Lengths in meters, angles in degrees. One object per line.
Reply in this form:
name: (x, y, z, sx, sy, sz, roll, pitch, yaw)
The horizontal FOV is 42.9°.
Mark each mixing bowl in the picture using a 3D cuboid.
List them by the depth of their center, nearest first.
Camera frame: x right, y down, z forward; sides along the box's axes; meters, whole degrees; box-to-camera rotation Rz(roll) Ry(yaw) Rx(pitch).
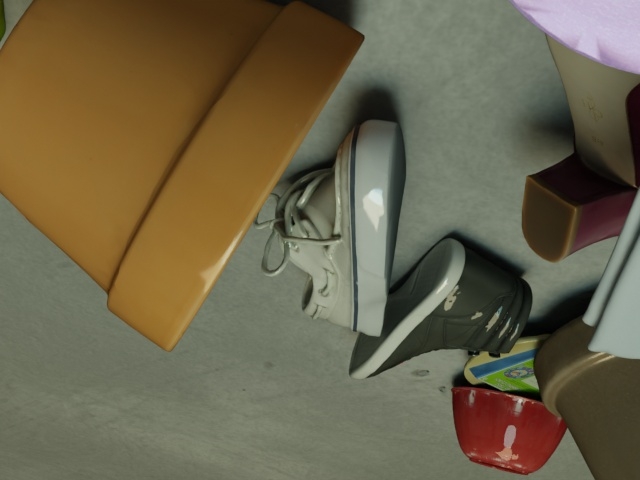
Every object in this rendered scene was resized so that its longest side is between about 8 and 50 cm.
mixing bowl: (0.272, 0.287, 1.206, 0.182, 0.098, 0.181, 15, 164, 4)

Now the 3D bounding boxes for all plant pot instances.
plant pot: (-0.126, -0.088, 0.636, 0.204, 0.290, 0.291, 32, 143, -6)
plant pot: (0.408, 0.221, 0.967, 0.263, 0.229, 0.263, -4, 144, -3)

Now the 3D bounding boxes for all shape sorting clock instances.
shape sorting clock: (0.301, 0.172, 1.121, 0.206, 0.040, 0.206, -2, 147, -1)

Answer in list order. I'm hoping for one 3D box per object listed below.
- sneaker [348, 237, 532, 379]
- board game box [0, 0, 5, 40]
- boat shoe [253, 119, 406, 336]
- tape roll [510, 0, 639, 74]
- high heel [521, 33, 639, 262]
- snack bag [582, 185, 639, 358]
sneaker: (0.147, 0.118, 1.014, 0.147, 0.104, 0.295, 23, 140, -13)
board game box: (-0.307, -0.229, 0.648, 0.092, 0.043, 0.181, 14, 146, -10)
boat shoe: (0.002, -0.007, 0.855, 0.157, 0.135, 0.367, 8, 156, 5)
tape roll: (0.203, -0.225, 0.408, 0.275, 0.090, 0.274, 6, 122, 10)
high heel: (0.266, -0.151, 0.636, 0.181, 0.127, 0.377, -24, 144, -24)
snack bag: (0.361, -0.018, 0.477, 0.343, 0.037, 0.323, 3, 140, 5)
